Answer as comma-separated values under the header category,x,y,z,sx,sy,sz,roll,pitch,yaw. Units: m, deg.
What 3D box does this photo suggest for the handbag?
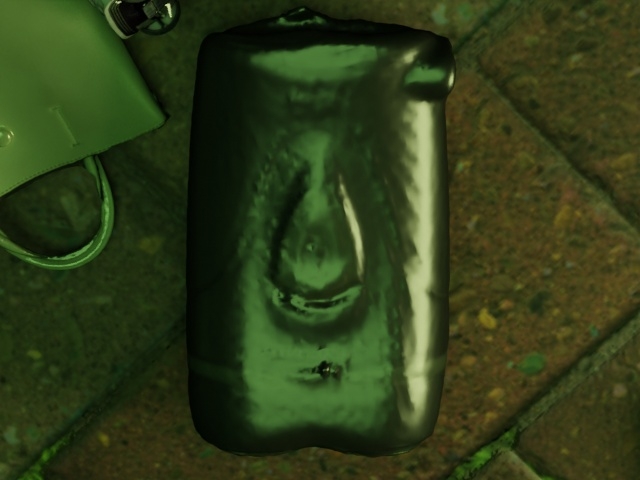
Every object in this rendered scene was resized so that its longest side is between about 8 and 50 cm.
category,x,y,z,sx,sy,sz,roll,pitch,yaw
handbag,-0.254,-0.105,1.203,0.241,0.109,0.315,-25,108,2

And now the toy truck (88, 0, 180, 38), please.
category,x,y,z,sx,sy,sz,roll,pitch,yaw
toy truck,-0.097,-0.252,1.139,0.216,0.110,0.116,-44,80,-2

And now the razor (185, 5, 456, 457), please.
category,x,y,z,sx,sy,sz,roll,pitch,yaw
razor,0.000,0.000,1.220,0.204,0.113,0.349,3,106,2
